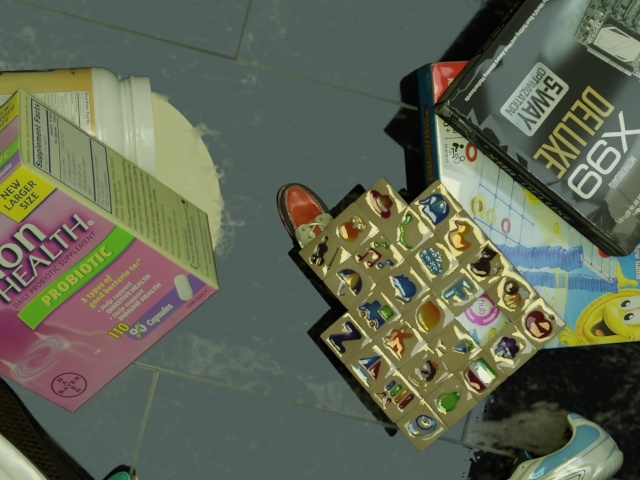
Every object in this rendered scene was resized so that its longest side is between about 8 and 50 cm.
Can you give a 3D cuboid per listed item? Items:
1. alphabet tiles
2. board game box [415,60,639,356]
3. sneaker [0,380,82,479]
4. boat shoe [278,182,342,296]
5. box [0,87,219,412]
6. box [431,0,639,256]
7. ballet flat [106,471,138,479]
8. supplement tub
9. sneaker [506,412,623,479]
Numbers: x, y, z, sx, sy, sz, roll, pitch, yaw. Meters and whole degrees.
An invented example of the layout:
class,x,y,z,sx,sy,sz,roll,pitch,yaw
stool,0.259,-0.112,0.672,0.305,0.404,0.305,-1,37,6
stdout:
class,x,y,z,sx,sy,sz,roll,pitch,yaw
alphabet tiles,0.097,0.062,1.716,0.198,0.009,0.237,-42,83,9
board game box,0.265,-0.041,1.778,0.302,0.086,0.308,-5,90,-8
sneaker,-0.337,0.224,1.670,0.123,0.106,0.290,-44,80,13
boat shoe,0.000,0.000,1.761,0.049,0.043,0.137,-28,92,-6
box,-0.258,0.016,1.596,0.213,0.117,0.243,-39,126,22
box,0.299,-0.175,1.703,0.242,0.076,0.307,40,84,-6
ballet flat,-0.235,0.308,1.725,0.168,0.057,0.052,-48,125,-3
supplement tub,-0.266,-0.098,1.672,0.200,0.144,0.144,-4,90,-9
sneaker,0.210,0.279,1.776,0.237,0.085,0.086,-42,69,-3
